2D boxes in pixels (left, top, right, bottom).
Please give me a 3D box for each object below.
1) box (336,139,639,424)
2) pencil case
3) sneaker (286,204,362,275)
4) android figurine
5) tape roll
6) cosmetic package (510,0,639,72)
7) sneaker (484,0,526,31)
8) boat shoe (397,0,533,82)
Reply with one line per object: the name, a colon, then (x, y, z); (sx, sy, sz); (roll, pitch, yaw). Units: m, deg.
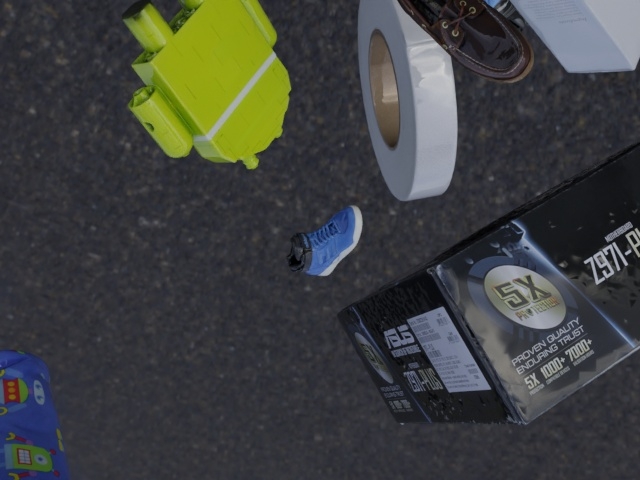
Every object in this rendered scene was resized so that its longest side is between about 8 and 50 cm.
box: (0.105, 0.025, 0.474); (0.147, 0.078, 0.180); (-29, 176, -15)
pencil case: (-0.344, 0.248, 1.008); (0.133, 0.306, 0.119); (20, 113, -36)
sneaker: (0.000, 0.001, 1.444); (0.084, 0.058, 0.152); (4, 142, -32)
android figurine: (-0.135, -0.213, 1.176); (0.056, 0.248, 0.273); (5, 143, 43)
tape roll: (0.141, -0.261, 1.568); (0.071, 0.392, 0.392); (-10, 143, -7)
cosmetic package: (0.232, -0.272, 0.871); (0.085, 0.117, 0.231); (8, 156, 49)
sneaker: (0.331, -0.391, 1.605); (0.067, 0.078, 0.188); (1, -172, 37)
boat shoe: (0.152, -0.253, 1.050); (0.073, 0.207, 0.073); (-53, 151, 11)
